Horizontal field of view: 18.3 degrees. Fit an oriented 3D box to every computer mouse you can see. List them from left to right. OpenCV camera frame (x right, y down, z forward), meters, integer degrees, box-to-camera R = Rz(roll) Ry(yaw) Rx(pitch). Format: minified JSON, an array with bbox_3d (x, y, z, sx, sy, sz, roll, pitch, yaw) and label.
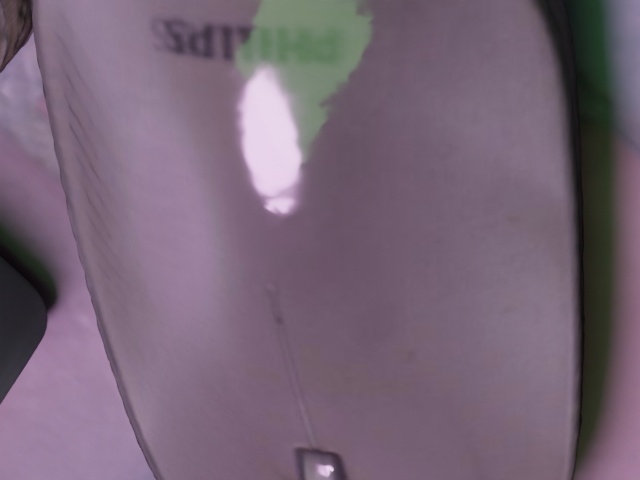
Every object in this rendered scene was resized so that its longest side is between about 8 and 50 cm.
[{"bbox_3d":[-0.002,0.004,0.719,0.197,0.095,0.331,3,122,21],"label":"computer mouse"}]

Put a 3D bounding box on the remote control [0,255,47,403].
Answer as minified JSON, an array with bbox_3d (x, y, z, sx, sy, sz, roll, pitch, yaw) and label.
[{"bbox_3d":[-0.238,-0.028,0.742,0.296,0.140,0.056,43,120,-12],"label":"remote control"}]

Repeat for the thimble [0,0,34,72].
[{"bbox_3d":[-0.162,-0.093,0.710,0.115,0.090,0.102,37,128,-9],"label":"thimble"}]
